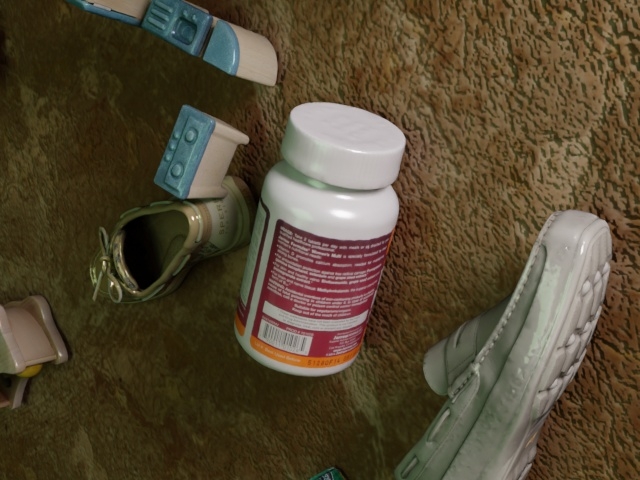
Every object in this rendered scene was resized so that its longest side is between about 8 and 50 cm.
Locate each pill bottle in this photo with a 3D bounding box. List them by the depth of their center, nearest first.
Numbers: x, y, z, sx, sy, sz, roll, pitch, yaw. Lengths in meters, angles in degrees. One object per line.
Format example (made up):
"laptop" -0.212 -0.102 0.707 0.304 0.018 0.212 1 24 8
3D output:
"pill bottle" 0.000 0.000 0.859 0.121 0.121 0.221 34 123 32

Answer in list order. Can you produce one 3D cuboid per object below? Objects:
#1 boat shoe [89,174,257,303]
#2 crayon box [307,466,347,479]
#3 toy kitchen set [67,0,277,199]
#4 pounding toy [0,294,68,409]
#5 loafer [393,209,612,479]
"boat shoe" -0.185 0.004 1.058 0.285 0.089 0.105 -29 81 44
"crayon box" 0.034 0.390 0.967 0.278 0.081 0.165 51 131 20
"toy kitchen set" -0.169 -0.156 0.944 0.207 0.122 0.166 32 105 34
"pounding toy" -0.481 0.172 1.344 0.269 0.154 0.154 -14 88 45
"loafer" 0.133 0.108 0.771 0.111 0.112 0.320 31 123 24
